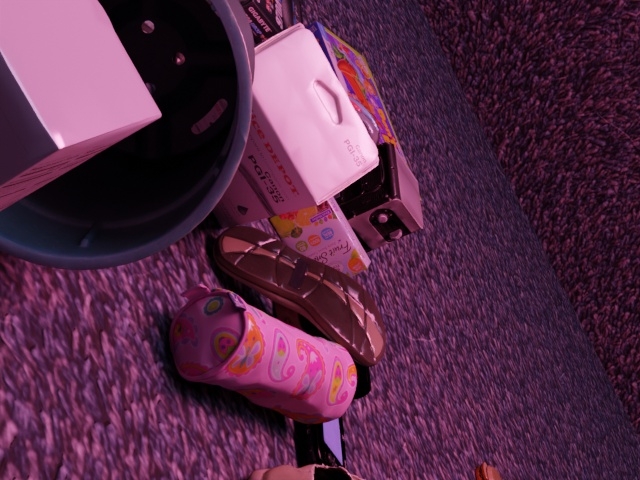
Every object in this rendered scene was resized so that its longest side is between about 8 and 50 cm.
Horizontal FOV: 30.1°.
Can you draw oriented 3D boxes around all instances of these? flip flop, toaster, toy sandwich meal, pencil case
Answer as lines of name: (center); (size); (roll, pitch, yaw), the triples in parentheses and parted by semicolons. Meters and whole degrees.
flip flop: (-0.031, 0.082, 1.634); (0.277, 0.080, 0.112); (31, 41, -5)
toaster: (0.075, -0.068, 2.034); (0.110, 0.168, 0.185); (51, 24, -38)
toy sandwich meal: (0.312, 0.449, 2.175); (0.085, 0.029, 0.085); (56, 19, -32)
pencil case: (-0.067, 0.144, 1.472); (0.284, 0.124, 0.124); (33, 36, -51)

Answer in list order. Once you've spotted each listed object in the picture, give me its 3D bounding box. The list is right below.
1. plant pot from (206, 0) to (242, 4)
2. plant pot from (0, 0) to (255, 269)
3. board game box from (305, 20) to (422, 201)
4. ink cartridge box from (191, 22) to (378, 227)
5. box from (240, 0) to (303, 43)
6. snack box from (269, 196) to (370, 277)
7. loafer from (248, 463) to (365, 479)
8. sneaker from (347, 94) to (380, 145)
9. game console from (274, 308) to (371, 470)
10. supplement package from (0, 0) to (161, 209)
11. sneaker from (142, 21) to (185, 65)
plant pot: (-0.162, -0.491, 1.866); (0.196, 0.293, 0.293); (104, -37, -79)
plant pot: (-0.215, -0.175, 1.250); (0.341, 0.341, 0.334); (60, 12, -9)
board game box: (0.066, -0.235, 2.350); (0.233, 0.078, 0.347); (21, 46, -62)
ink cartridge box: (-0.080, -0.142, 1.563); (0.117, 0.283, 0.207); (-36, 102, -27)
box: (-0.097, -0.436, 2.236); (0.175, 0.051, 0.220); (48, 25, -36)
snack box: (0.000, 0.000, 1.851); (0.141, 0.100, 0.037); (60, 20, -10)
loafer: (0.016, 0.330, 1.464); (0.268, 0.092, 0.101); (25, 55, -54)
sneaker: (-0.034, -0.184, 1.909); (0.262, 0.104, 0.125); (19, 39, -3)
game console: (0.011, 0.205, 1.705); (0.213, 0.044, 0.361); (48, 25, -36)
supplement package: (-0.314, -0.113, 0.964); (0.199, 0.263, 0.198); (61, 19, -5)
sneaker: (-0.259, -0.305, 1.618); (0.234, 0.078, 0.106); (30, 56, -38)
